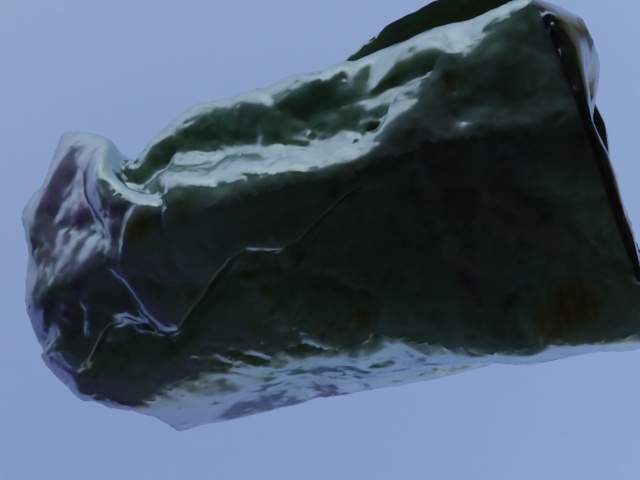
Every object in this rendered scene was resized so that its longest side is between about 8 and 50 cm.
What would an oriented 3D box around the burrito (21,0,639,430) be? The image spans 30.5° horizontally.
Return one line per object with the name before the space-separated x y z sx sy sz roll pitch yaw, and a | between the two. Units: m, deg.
burrito | 0.000 0.000 0.432 0.228 0.089 0.144 -17 -88 11
